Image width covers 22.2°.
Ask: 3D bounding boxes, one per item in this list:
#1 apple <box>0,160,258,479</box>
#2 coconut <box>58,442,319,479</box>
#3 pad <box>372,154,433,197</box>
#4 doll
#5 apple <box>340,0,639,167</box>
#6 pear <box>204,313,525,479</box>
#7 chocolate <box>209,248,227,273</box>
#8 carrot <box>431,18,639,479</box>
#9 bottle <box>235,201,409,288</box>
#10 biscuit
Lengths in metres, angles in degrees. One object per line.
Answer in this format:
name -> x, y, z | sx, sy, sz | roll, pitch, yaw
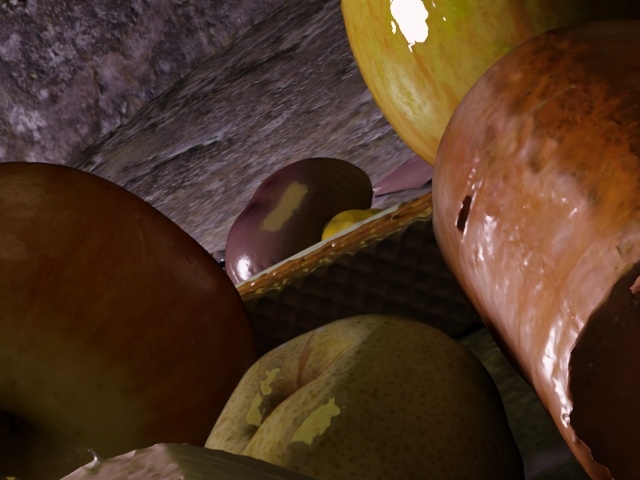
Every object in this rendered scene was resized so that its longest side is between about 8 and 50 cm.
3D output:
apple -> -0.183, 0.087, 1.036 | 0.286, 0.286, 0.233 | -30, 17, 10
coconut -> -0.038, 0.174, 0.503 | 0.230, 0.227, 0.227 | -39, 13, 3
pad -> 0.130, -0.093, 1.528 | 0.187, 0.006, 0.113 | -38, 13, -25
doll -> -0.004, 0.008, 1.323 | 0.145, 0.096, 0.188 | -46, 36, 4
apple -> 0.172, -0.209, 1.213 | 0.339, 0.340, 0.339 | -31, 14, 8
pear -> 0.021, 0.115, 0.773 | 0.167, 0.137, 0.167 | -33, 15, 10
chocolate -> -0.157, 0.058, 1.541 | 0.329, 0.065, 0.102 | -18, 1, 44
carrot -> 0.145, 0.026, 0.725 | 0.196, 0.196, 0.254 | -30, 18, 13
bottle -> -0.006, 0.043, 1.217 | 0.201, 0.072, 0.072 | -26, 15, 24
biscuit -> 0.086, 0.011, 1.076 | 0.378, 0.094, 0.054 | -26, 15, 25
